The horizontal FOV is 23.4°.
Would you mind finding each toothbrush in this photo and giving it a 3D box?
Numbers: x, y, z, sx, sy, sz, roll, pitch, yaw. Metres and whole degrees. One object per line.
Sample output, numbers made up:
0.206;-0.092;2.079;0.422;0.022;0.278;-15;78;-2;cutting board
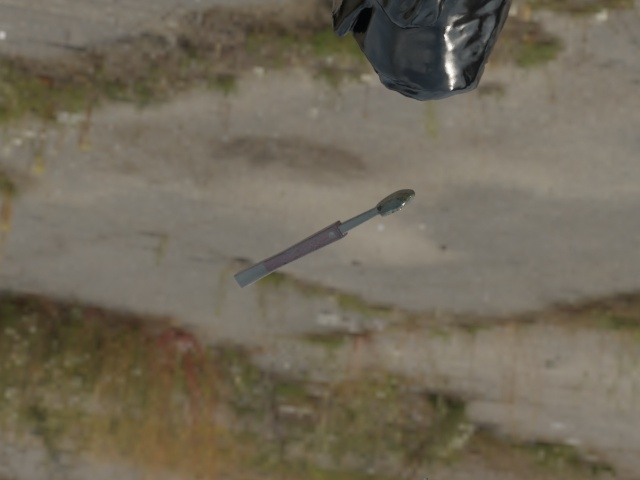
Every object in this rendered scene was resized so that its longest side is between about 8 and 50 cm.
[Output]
0.001;-0.001;1.226;0.194;0.014;0.017;-26;-169;40;toothbrush

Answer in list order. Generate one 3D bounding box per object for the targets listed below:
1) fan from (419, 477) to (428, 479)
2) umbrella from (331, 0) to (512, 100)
-0.038;0.283;1.132;0.190;0.329;0.009;51;166;-7;fan
0.055;-0.139;0.466;0.066;0.059;0.235;36;140;13;umbrella
